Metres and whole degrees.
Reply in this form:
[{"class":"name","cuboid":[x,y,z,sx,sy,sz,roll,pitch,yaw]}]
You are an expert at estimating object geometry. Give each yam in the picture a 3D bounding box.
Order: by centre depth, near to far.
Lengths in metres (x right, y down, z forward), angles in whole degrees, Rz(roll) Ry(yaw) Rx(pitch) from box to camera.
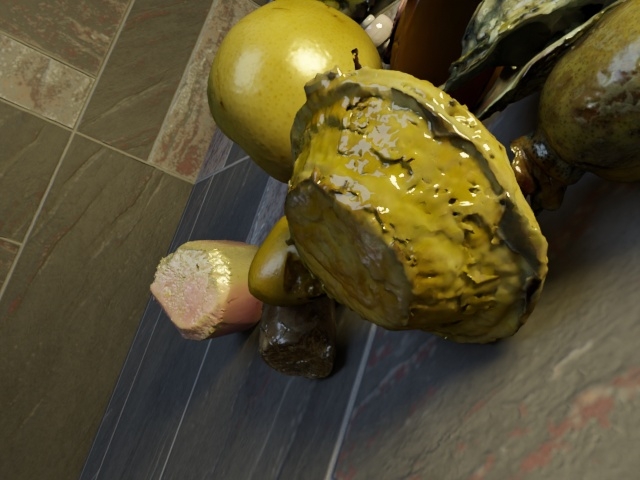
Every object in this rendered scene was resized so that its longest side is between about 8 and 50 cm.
[{"class":"yam","cuboid":[-0.037,0.110,0.849,0.129,0.128,0.238,75,-169,-48]}]

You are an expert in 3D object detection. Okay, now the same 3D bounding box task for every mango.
[{"class":"mango","cuboid":[0.000,0.000,0.775,0.167,0.129,0.262,21,56,38]}]

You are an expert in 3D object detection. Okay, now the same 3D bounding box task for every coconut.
[{"class":"coconut","cuboid":[-0.227,0.100,1.110,0.233,0.245,0.232,-1,87,24]}]

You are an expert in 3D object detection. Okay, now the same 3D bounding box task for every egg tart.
[{"class":"egg tart","cuboid":[0.066,-0.012,0.538,0.132,0.341,0.341,-35,11,-29]}]

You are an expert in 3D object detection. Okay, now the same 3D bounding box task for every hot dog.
[{"class":"hot dog","cuboid":[0.165,-0.264,0.720,0.107,0.194,0.326,-45,-3,-42]}]

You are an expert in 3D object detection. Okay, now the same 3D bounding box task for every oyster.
[{"class":"oyster","cuboid":[0.273,-0.252,0.498,0.351,0.158,0.162,-47,13,36]}]

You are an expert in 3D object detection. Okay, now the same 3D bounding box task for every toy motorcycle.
[{"class":"toy motorcycle","cuboid":[0.079,-0.417,1.119,0.254,0.113,0.112,-28,45,55]}]

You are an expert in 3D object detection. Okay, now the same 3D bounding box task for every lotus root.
[{"class":"lotus root","cuboid":[0.266,-0.121,0.424,0.278,0.154,0.153,-44,34,42]}]

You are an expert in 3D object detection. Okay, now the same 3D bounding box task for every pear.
[{"class":"pear","cuboid":[-0.043,-0.280,0.951,0.348,0.349,0.348,-44,33,39]}]

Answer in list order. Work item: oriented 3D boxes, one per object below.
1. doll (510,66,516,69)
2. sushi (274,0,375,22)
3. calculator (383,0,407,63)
[{"class":"doll","cuboid":[0.271,-0.285,0.694,0.037,0.027,0.125,-34,41,49]},{"class":"sushi","cuboid":[0.032,-0.679,1.190,0.299,0.282,0.293,-38,33,57]},{"class":"calculator","cuboid":[0.170,-0.409,0.843,0.219,0.048,0.329,-62,-2,8]}]
